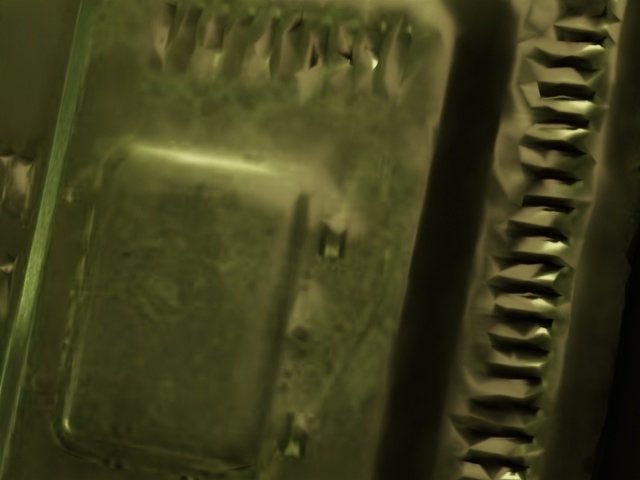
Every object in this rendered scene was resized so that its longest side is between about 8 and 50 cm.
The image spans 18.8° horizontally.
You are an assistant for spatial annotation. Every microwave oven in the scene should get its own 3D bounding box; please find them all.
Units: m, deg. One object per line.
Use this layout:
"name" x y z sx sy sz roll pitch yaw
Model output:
"microwave oven" 0.000 0.000 0.525 0.237 0.181 0.295 9 84 21
